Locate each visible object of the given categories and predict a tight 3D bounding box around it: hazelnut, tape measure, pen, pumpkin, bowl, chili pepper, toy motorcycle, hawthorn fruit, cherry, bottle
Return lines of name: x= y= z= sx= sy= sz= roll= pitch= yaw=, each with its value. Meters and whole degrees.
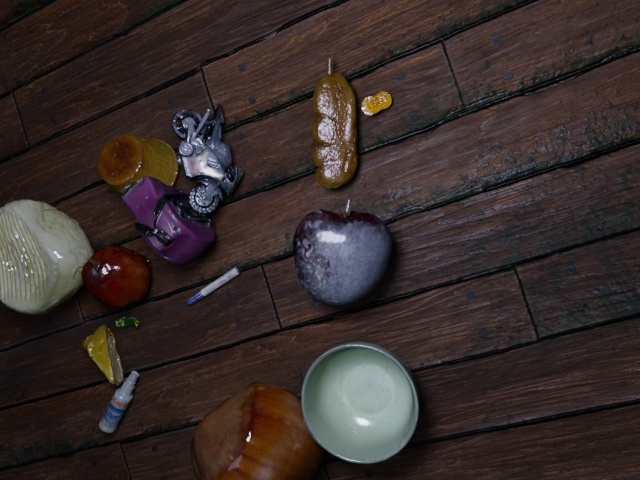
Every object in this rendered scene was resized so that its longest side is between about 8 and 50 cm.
hazelnut: x=-0.173 y=0.569 z=1.660 sx=0.373 sy=0.315 sz=0.372 roll=5 pitch=126 yaw=7
tape measure: x=-0.412 y=-0.053 z=1.714 sx=0.149 sy=0.245 sz=0.231 roll=-42 pitch=69 yaw=13
pen: x=-0.316 y=0.136 z=1.812 sx=0.204 sy=0.025 sz=0.025 roll=-33 pitch=83 yaw=19
pumpkin: x=0.149 y=-0.358 z=1.613 sx=0.083 sy=0.028 sz=0.050 roll=-19 pitch=86 yaw=11
bowl: x=0.117 y=0.409 z=1.610 sx=0.307 sy=0.163 sz=0.307 roll=1 pitch=94 yaw=19
chili pepper: x=-0.604 y=0.256 z=1.920 sx=0.091 sy=0.034 sz=0.030 roll=0 pitch=127 yaw=18
toy motorcycle: x=-0.314 y=-0.231 z=1.728 sx=0.173 sy=0.108 sz=0.307 roll=-12 pitch=86 yaw=-17
hawthorn fruit: x=-0.606 y=0.097 z=1.810 sx=0.190 sy=0.251 sz=0.189 roll=-3 pitch=68 yaw=7
cherry: x=0.055 y=0.029 z=1.575 sx=0.255 sy=0.218 sz=0.296 roll=4 pitch=109 yaw=-4
bottle: x=-0.628 y=0.504 z=1.928 sx=0.060 sy=0.060 sz=0.217 roll=32 pitch=103 yaw=14

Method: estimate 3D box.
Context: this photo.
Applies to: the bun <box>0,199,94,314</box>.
bun: x=-0.850 y=0.047 z=1.880 sx=0.353 sy=0.227 sz=0.348 roll=-12 pitch=90 yaw=24

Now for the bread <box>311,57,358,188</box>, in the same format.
bread: x=0.034 y=-0.309 z=1.629 sx=0.124 sy=0.084 sz=0.343 roll=-2 pitch=93 yaw=-3

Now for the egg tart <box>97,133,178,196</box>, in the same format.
egg tart: x=-0.535 y=-0.216 z=1.785 sx=0.215 sy=0.171 sz=0.215 roll=-4 pitch=77 yaw=17

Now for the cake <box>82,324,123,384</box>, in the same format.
cake: x=-0.657 y=0.353 z=1.930 sx=0.185 sy=0.080 sz=0.116 roll=40 pitch=93 yaw=22
